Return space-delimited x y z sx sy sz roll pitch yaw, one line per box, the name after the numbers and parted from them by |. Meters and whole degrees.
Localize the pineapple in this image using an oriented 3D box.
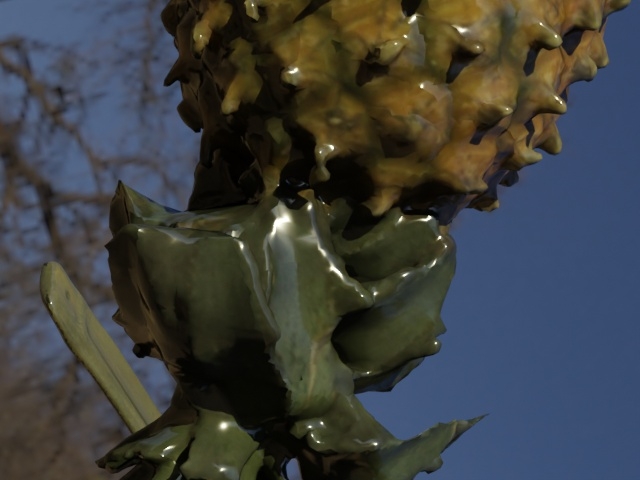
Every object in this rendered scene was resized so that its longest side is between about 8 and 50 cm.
0.000 0.000 0.449 0.125 0.125 0.251 9 -102 59 | pineapple

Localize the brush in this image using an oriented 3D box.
-0.076 0.085 0.797 0.034 0.027 0.190 -103 167 -52 | brush
